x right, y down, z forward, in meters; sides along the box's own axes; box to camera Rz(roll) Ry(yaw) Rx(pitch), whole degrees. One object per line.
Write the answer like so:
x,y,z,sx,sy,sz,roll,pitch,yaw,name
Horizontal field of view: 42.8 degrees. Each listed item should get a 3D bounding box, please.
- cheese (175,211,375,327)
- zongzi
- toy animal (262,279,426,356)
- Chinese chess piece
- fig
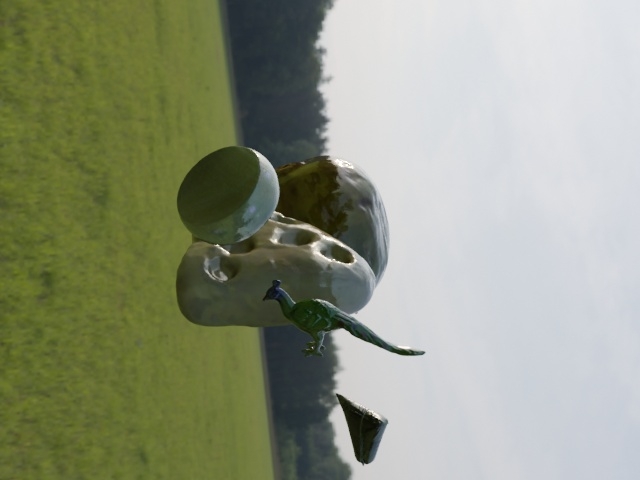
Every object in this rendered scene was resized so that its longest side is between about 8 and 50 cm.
-0.069,0.024,1.433,0.351,0.329,0.129,-90,-175,-60,cheese
0.062,0.354,1.529,0.052,0.113,0.104,-13,124,-63,zongzi
0.022,0.124,1.045,0.075,0.217,0.041,-62,-175,24,toy animal
-0.125,-0.061,1.112,0.058,0.144,0.144,51,23,-48,Chinese chess piece
-0.009,-0.003,1.711,0.343,0.344,0.343,174,-90,-85,fig
